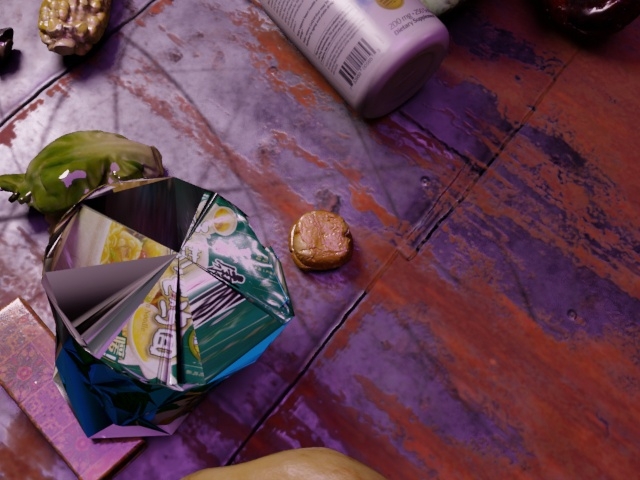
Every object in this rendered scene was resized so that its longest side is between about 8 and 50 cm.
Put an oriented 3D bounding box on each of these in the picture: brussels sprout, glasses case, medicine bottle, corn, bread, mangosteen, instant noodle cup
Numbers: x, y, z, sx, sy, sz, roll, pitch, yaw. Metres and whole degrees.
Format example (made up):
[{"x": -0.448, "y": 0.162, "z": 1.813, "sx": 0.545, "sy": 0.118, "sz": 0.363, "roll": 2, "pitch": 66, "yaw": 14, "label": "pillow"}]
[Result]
[{"x": -0.281, "y": -0.077, "z": 0.887, "sx": 0.181, "sy": 0.100, "sz": 0.139, "roll": -28, "pitch": 54, "yaw": -6, "label": "brussels sprout"}, {"x": -0.286, "y": 0.165, "z": 0.805, "sx": 0.075, "sy": 0.049, "sz": 0.218, "roll": -40, "pitch": 77, "yaw": -21, "label": "glasses case"}, {"x": 0.023, "y": -0.312, "z": 0.980, "sx": 0.157, "sy": 0.157, "sz": 0.288, "roll": -36, "pitch": 76, "yaw": -19, "label": "medicine bottle"}, {"x": -0.318, "y": -0.367, "z": 1.003, "sx": 0.086, "sy": 0.086, "sz": 0.288, "roll": 5, "pitch": 65, "yaw": -5, "label": "corn"}, {"x": 0.000, "y": 0.000, "z": 0.910, "sx": 0.083, "sy": 0.046, "sz": 0.081, "roll": -39, "pitch": 82, "yaw": -21, "label": "bread"}, {"x": 0.396, "y": -0.380, "z": 1.063, "sx": 0.166, "sy": 0.166, "sz": 0.180, "roll": 37, "pitch": 44, "yaw": 9, "label": "mangosteen"}, {"x": -0.170, "y": 0.078, "z": 0.760, "sx": 0.240, "sy": 0.178, "sz": 0.240, "roll": 13, "pitch": 51, "yaw": -16, "label": "instant noodle cup"}]

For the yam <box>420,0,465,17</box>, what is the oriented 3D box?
[{"x": 0.212, "y": -0.454, "z": 1.031, "sx": 0.195, "sy": 0.195, "sz": 0.300, "roll": 42, "pitch": 63, "yaw": 11, "label": "yam"}]

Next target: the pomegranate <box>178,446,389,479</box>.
[{"x": -0.028, "y": 0.344, "z": 0.625, "sx": 0.332, "sy": 0.332, "sz": 0.332, "roll": 2, "pitch": 68, "yaw": -6, "label": "pomegranate"}]

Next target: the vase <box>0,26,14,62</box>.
[{"x": -0.483, "y": -0.285, "z": 0.941, "sx": 0.183, "sy": 0.120, "sz": 0.120, "roll": 26, "pitch": 66, "yaw": -11, "label": "vase"}]
